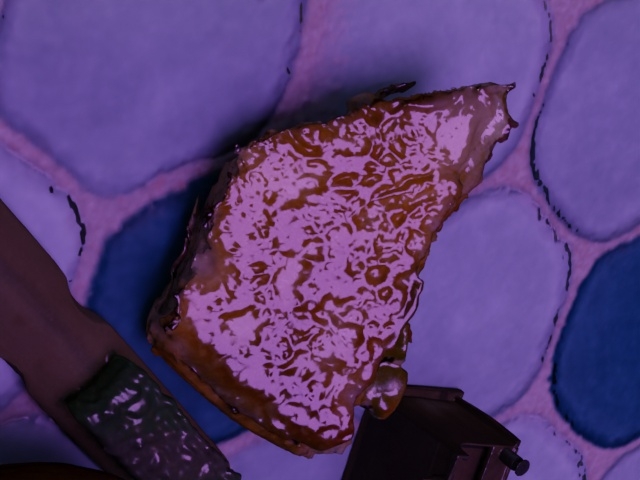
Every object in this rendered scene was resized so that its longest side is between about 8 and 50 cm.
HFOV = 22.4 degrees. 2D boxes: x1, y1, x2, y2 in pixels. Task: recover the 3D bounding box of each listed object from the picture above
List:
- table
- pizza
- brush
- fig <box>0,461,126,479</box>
[{"bbox_3d":[0.068,0.140,0.946,0.070,0.082,0.083,9,106,-39],"label":"table"},{"bbox_3d":[0.000,0.000,0.846,0.147,0.069,0.226,19,96,-19],"label":"pizza"},{"bbox_3d":[-0.124,0.055,0.790,0.054,0.048,0.282,-46,129,-13],"label":"brush"},{"bbox_3d":[-0.166,0.177,0.733,0.203,0.186,0.249,-39,124,8],"label":"fig"}]
